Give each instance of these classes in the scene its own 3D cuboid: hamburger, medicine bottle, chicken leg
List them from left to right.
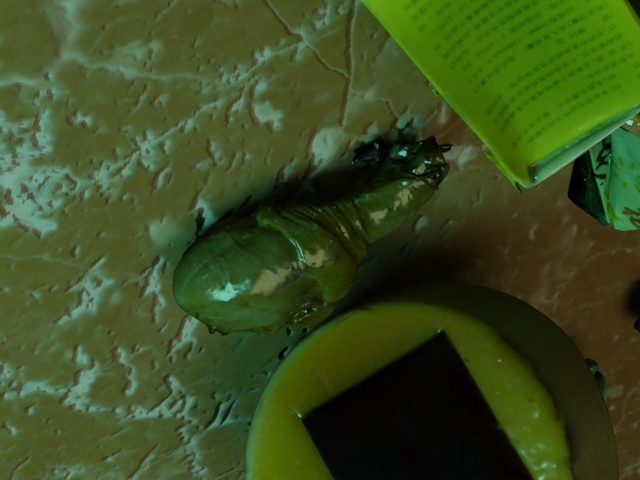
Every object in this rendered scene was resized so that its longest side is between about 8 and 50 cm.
[{"bbox_3d":[0.000,0.000,1.275,0.227,0.088,0.103,-30,128,-9],"label":"chicken leg"},{"bbox_3d":[0.079,0.174,1.332,0.300,0.300,0.176,-39,164,9],"label":"hamburger"},{"bbox_3d":[0.109,-0.169,1.128,0.141,0.137,0.250,-37,136,9],"label":"medicine bottle"},{"bbox_3d":[0.285,-0.091,1.292,0.214,0.125,0.235,-43,146,-19],"label":"hamburger"}]

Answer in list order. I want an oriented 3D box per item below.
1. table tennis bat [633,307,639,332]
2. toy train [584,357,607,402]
[{"bbox_3d":[0.445,0.146,1.426,0.051,0.414,0.268,-43,148,-30],"label":"table tennis bat"},{"bbox_3d":[0.162,0.143,1.495,0.194,0.081,0.125,7,121,-32],"label":"toy train"}]
